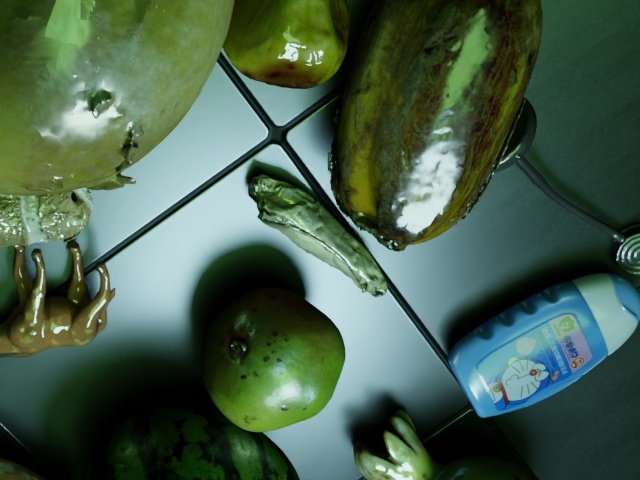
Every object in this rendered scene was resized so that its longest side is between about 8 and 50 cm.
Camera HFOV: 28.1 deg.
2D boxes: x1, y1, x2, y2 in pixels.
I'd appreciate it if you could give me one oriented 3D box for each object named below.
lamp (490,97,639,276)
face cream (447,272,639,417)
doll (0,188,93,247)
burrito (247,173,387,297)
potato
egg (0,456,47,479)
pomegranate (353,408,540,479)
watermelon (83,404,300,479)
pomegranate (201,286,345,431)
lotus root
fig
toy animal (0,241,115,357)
[{"bbox_3d":[0.308,-0.041,1.592,0.130,0.108,0.371,-40,119,11],"label":"lamp"},{"bbox_3d":[0.304,0.133,1.691,0.264,0.083,0.149,-29,122,0],"label":"face cream"},{"bbox_3d":[-0.362,-0.047,1.415,0.221,0.105,0.115,7,120,-20],"label":"doll"},{"bbox_3d":[0.000,-0.002,1.559,0.058,0.063,0.229,-27,125,32],"label":"burrito"},{"bbox_3d":[-0.262,-0.252,1.200,0.385,0.319,0.442,8,102,-17],"label":"potato"},{"bbox_3d":[-0.414,0.357,1.549,0.245,0.203,0.203,6,114,-22],"label":"egg"},{"bbox_3d":[0.187,0.365,1.691,0.242,0.242,0.306,-35,114,4],"label":"pomegranate"},{"bbox_3d":[-0.156,0.348,1.575,0.285,0.285,0.285,-6,117,-12],"label":"watermelon"},{"bbox_3d":[-0.047,0.153,1.573,0.180,0.180,0.209,-40,146,6],"label":"pomegranate"},{"bbox_3d":[0.127,-0.175,1.426,0.196,0.179,0.397,29,110,20],"label":"lotus root"},{"bbox_3d":[-0.039,-0.247,1.376,0.154,0.144,0.166,-22,120,-30],"label":"fig"},{"bbox_3d":[-0.368,0.103,1.512,0.224,0.066,0.230,8,118,-18],"label":"toy animal"}]
